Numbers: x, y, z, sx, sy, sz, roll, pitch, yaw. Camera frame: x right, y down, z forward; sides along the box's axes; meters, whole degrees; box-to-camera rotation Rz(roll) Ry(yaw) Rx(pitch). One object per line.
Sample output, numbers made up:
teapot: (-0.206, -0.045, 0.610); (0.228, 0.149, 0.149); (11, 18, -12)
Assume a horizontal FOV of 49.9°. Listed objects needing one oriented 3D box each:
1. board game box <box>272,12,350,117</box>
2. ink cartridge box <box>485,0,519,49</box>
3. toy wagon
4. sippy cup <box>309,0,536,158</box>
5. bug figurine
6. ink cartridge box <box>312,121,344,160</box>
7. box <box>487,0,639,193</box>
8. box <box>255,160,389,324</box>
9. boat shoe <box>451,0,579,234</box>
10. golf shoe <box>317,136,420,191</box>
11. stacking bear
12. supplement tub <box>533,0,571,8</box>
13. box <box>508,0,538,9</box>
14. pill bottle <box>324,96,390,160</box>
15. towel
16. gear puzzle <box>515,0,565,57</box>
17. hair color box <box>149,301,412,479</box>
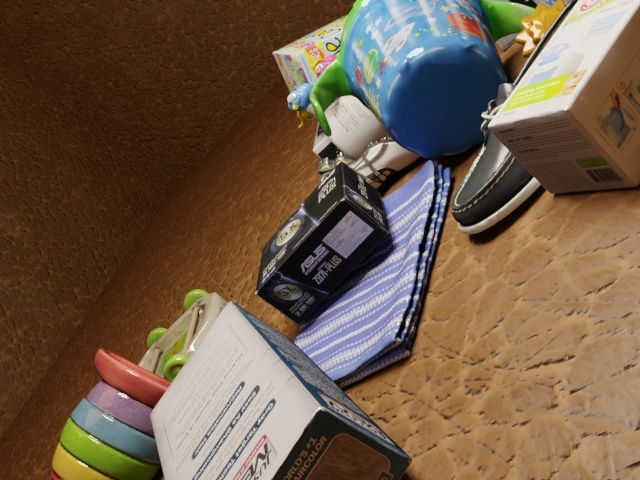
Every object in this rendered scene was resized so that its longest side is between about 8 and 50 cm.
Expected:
board game box: (0.070, -0.374, 1.395); (0.275, 0.144, 0.142); (-31, 26, -12)
ink cartridge box: (0.280, -0.406, 1.153); (0.072, 0.127, 0.175); (-41, 19, 21)
toy wagon: (-0.302, 0.241, 1.285); (0.344, 0.068, 0.267); (-45, 17, 14)
sippy cup: (0.152, -0.236, 0.969); (0.305, 0.240, 0.224); (-51, 25, 26)
bug figurine: (0.047, -0.322, 1.188); (0.279, 0.072, 0.216); (-41, 9, 26)
ink cartridge box: (0.066, -0.292, 1.545); (0.165, 0.065, 0.332); (-42, 20, 22)
box: (0.276, -0.155, 0.654); (0.203, 0.103, 0.114); (-53, 18, -13)
box: (0.000, 0.000, 0.935); (0.180, 0.078, 0.147); (-47, 16, 19)
boat shoe: (0.230, -0.143, 0.762); (0.302, 0.091, 0.114); (-52, 17, -11)
golf shoe: (0.086, -0.103, 1.097); (0.198, 0.077, 0.093); (-17, 68, 38)
stacking bear: (-0.320, 0.329, 1.008); (0.288, 0.175, 0.164); (-62, 12, -12)
supplement tub: (0.323, -0.345, 0.935); (0.071, 0.107, 0.071); (-48, 9, 10)
box: (0.331, -0.436, 1.042); (0.093, 0.156, 0.158); (-25, 28, 51)
pill bottle: (0.118, -0.253, 1.213); (0.229, 0.131, 0.131); (-42, 18, 21)
towel: (0.050, 0.051, 0.877); (0.243, 0.040, 0.336); (-35, 21, 39)
gear puzzle: (0.359, -0.354, 0.824); (0.339, 0.044, 0.175); (-46, 58, 8)
hair color box: (-0.065, 0.194, 0.687); (0.173, 0.105, 0.347); (-56, 20, -3)
